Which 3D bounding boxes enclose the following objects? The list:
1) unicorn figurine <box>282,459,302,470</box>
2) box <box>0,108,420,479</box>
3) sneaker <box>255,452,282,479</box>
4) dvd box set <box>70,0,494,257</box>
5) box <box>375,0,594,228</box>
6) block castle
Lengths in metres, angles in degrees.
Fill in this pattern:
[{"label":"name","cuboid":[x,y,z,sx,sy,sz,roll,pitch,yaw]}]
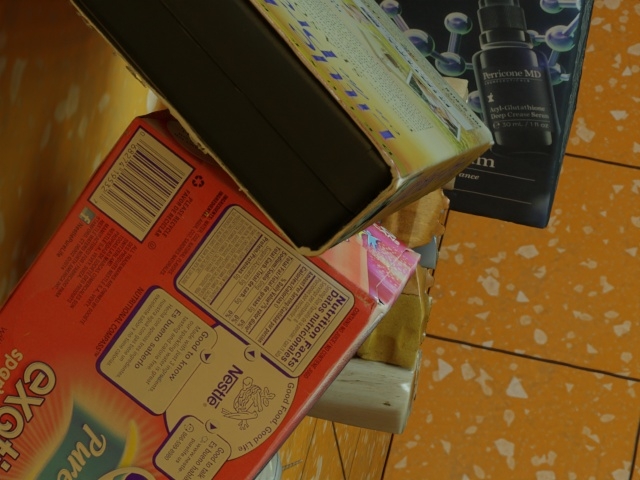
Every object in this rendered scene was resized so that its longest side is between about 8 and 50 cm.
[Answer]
[{"label":"unicorn figurine","cuboid":[-0.090,0.317,1.750,0.162,0.060,0.111,-65,175,19]},{"label":"box","cuboid":[-0.099,0.089,0.829,0.300,0.154,0.142,-54,176,14]},{"label":"sneaker","cuboid":[-0.108,0.279,1.549,0.258,0.094,0.091,-74,152,-46]},{"label":"dvd box set","cuboid":[-0.043,-0.140,0.857,0.062,0.308,0.420,-43,177,12]},{"label":"box","cuboid":[0.138,-0.239,1.682,0.395,0.293,0.212,90,15,-48]},{"label":"block castle","cuboid":[0.000,0.000,1.382,0.453,0.212,0.303,17,83,-85]}]
